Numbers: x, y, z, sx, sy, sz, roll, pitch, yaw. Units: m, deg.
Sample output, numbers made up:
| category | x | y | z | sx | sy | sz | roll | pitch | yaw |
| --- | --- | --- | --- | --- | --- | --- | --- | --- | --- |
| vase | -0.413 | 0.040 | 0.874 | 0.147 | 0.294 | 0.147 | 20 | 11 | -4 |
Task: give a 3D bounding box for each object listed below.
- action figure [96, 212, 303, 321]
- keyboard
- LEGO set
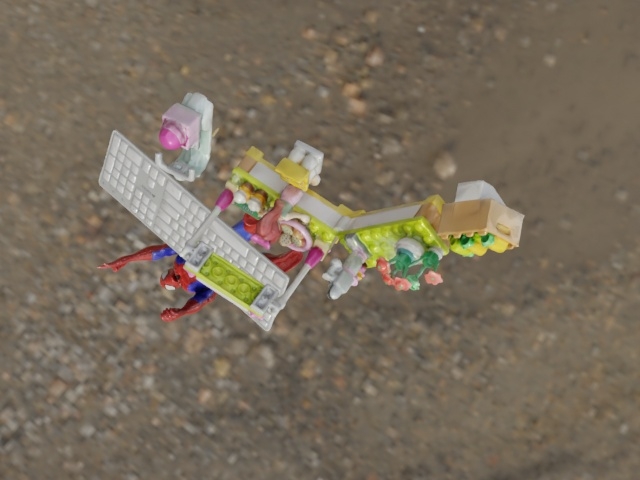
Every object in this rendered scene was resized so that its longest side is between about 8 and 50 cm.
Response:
| category | x | y | z | sx | sy | sz | roll | pitch | yaw |
| --- | --- | --- | --- | --- | --- | --- | --- | --- | --- |
| action figure | -0.145 | 0.034 | 1.773 | 0.139 | 0.280 | 0.091 | -22 | 90 | -27 |
| keyboard | -0.129 | -0.012 | 1.578 | 0.014 | 0.256 | 0.072 | -29 | 148 | -41 |
| LEGO set | 0.000 | 0.000 | 1.149 | 0.107 | 0.287 | 0.132 | -54 | 152 | -32 |
